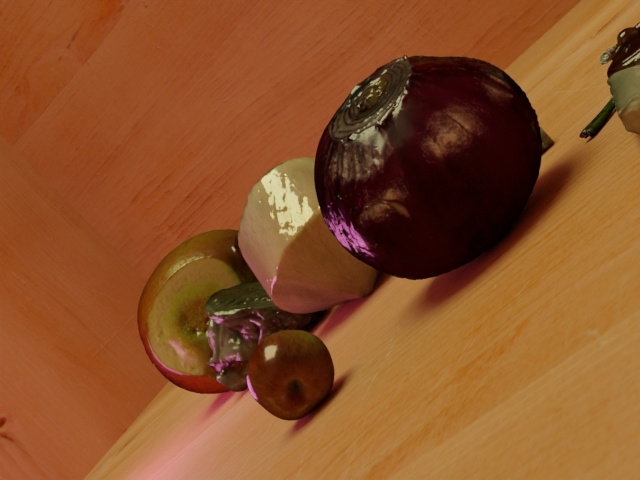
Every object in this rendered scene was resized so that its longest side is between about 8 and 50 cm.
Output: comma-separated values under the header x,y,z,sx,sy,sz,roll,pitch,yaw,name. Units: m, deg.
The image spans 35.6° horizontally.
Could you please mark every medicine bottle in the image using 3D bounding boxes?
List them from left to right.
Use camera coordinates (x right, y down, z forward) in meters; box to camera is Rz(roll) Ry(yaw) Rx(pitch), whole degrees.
x,y,z,sx,sy,sz,roll,pitch,yaw,name
0.338,-0.151,1.641,0.083,0.047,0.047,-44,4,14,medicine bottle

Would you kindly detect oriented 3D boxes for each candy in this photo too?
x,y,z,sx,sy,sz,roll,pitch,yaw,name
0.545,-0.348,1.662,0.175,0.043,0.045,-37,5,31,candy

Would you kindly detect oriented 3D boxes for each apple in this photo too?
x,y,z,sx,sy,sz,roll,pitch,yaw,name
-0.232,0.164,2.329,0.374,0.374,0.383,-42,34,27,apple
-0.041,0.187,1.405,0.126,0.126,0.102,-44,16,0,apple

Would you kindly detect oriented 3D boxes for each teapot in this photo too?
x,y,z,sx,sy,sz,roll,pitch,yaw,name
0.463,-0.277,1.428,0.129,0.078,0.098,-42,9,12,teapot

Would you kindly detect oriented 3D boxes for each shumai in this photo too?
x,y,z,sx,sy,sz,roll,pitch,yaw,name
-0.110,0.197,2.119,0.272,0.203,0.222,-8,15,2,shumai

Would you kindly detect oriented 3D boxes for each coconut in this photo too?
x,y,z,sx,sy,sz,roll,pitch,yaw,name
0.000,0.000,1.916,0.329,0.329,0.329,-44,4,4,coconut

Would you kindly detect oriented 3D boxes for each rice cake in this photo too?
x,y,z,sx,sy,sz,roll,pitch,yaw,name
0.400,-0.182,1.266,0.057,0.052,0.256,-7,15,15,rice cake

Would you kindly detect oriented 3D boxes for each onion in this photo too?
x,y,z,sx,sy,sz,roll,pitch,yaw,name
0.159,-0.103,1.364,0.337,0.281,0.260,-35,23,-4,onion

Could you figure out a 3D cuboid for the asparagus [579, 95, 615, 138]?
x,y,z,sx,sy,sz,roll,pitch,yaw,name
0.449,-0.224,1.474,0.233,0.022,0.023,-48,-23,-27,asparagus
